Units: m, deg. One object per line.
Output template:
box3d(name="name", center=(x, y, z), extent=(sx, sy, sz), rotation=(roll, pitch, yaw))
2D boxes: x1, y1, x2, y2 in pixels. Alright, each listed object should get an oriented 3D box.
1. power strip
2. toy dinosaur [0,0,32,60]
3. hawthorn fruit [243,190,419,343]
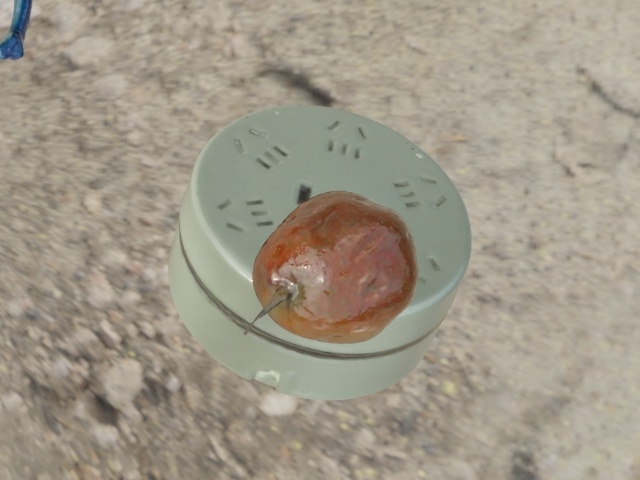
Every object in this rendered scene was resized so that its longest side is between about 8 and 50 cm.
box3d(name="power strip", center=(0.000, 0.000, 1.872), extent=(0.357, 0.357, 0.161), rotation=(2, 137, -18))
box3d(name="toy dinosaur", center=(-0.199, -0.268, 1.347), extent=(0.329, 0.076, 0.144), rotation=(-48, 119, -54))
box3d(name="hawthorn fruit", center=(0.005, 0.021, 1.466), extent=(0.189, 0.149, 0.149), rotation=(17, 88, -56))
